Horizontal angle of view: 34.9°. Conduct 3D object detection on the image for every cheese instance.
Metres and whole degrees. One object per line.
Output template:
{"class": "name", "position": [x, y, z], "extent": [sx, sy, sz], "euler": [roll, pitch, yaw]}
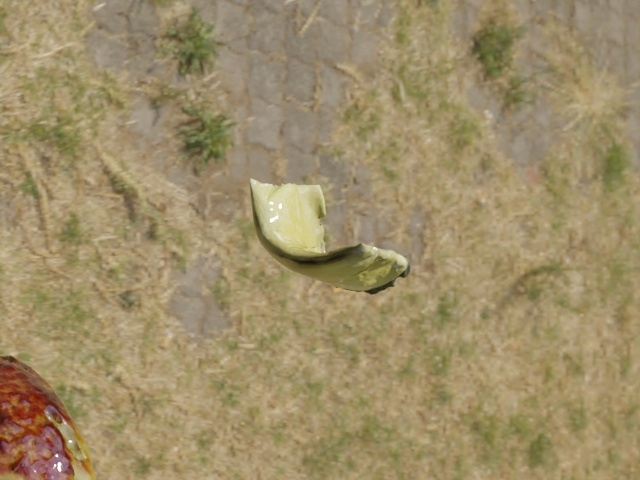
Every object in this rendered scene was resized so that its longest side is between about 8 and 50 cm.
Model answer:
{"class": "cheese", "position": [-0.001, 0.000, 0.535], "extent": [0.041, 0.084, 0.060], "euler": [-58, 152, 13]}

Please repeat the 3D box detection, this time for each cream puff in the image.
{"class": "cream puff", "position": [-0.149, 0.123, 0.431], "extent": [0.084, 0.149, 0.149], "euler": [-5, 92, -32]}
